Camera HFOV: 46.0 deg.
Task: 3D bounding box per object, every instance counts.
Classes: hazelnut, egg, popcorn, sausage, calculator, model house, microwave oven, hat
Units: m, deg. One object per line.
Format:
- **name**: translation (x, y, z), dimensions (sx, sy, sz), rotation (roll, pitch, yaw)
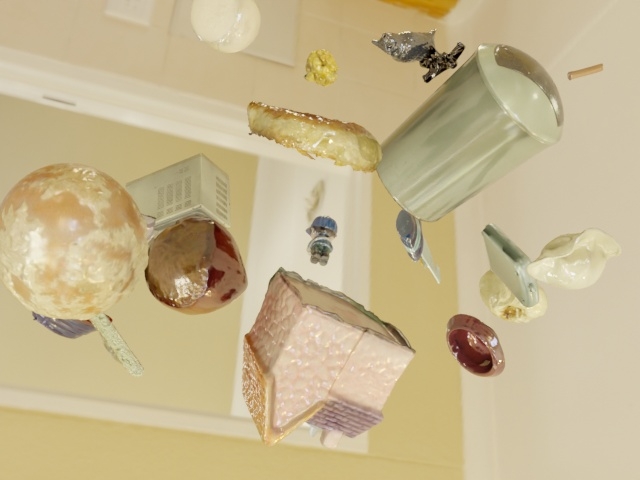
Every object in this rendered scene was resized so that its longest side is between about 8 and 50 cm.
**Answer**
- **hazelnut**: translation (-0.233, 0.060, 1.468), dimensions (0.208, 0.208, 0.208), rotation (-168, -90, -74)
- **egg**: translation (-0.315, 0.000, 0.955), dimensions (0.233, 0.194, 0.195), rotation (106, -14, -46)
- **popcorn**: translation (0.006, -0.390, 1.700), dimensions (0.084, 0.084, 0.084), rotation (-168, -90, -74)
- **sausage**: translation (0.781, -0.497, 2.215), dimensions (0.026, 0.116, 0.026), rotation (163, -90, -79)
- **calculator**: translation (0.441, 0.057, 1.754), dimensions (0.246, 0.045, 0.141), rotation (-116, -176, -62)
- **model house**: translation (-0.013, 0.209, 1.251), dimensions (0.237, 0.237, 0.202), rotation (-62, -153, 5)
- **microwave oven**: translation (-0.362, -0.082, 1.912), dimensions (0.240, 0.145, 0.194), rotation (-18, -120, 21)
- **hat**: translation (0.442, 0.288, 2.118), dimensions (0.089, 0.205, 0.205), rotation (-35, 170, -34)

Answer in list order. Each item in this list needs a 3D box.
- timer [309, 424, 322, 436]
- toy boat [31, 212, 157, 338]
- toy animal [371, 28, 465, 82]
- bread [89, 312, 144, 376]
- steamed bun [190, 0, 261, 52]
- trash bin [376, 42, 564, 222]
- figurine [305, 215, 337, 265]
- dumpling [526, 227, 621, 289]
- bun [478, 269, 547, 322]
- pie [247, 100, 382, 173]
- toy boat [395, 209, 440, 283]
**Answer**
- **timer**: translation (0.004, 0.327, 1.615), dimensions (0.255, 0.175, 0.175), rotation (146, -46, -68)
- **toy boat**: translation (-0.473, 0.076, 1.553), dimensions (0.072, 0.219, 0.318), rotation (46, -65, 35)
- **toy animal**: translation (0.228, -0.471, 1.784), dimensions (0.121, 0.210, 0.117), rotation (-10, -114, 57)
- **bread**: translation (-0.405, 0.187, 1.451), dimensions (0.193, 0.036, 0.112), rotation (55, -17, 2)
- **steamed bun**: translation (-0.240, -0.582, 1.972), dimensions (0.228, 0.130, 0.177), rotation (32, -73, 41)
- **trash bin**: translation (0.358, -0.257, 1.781), dimensions (0.432, 0.280, 0.280), rotation (-39, -143, 36)
- **figurine**: translation (0.002, -0.006, 1.855), dimensions (0.136, 0.077, 0.079), rotation (-87, -168, -57)
- **dumpling**: translation (0.473, 0.028, 1.386), dimensions (0.134, 0.169, 0.100), rotation (114, -11, -48)
- **bun**: translation (0.588, 0.185, 2.333), dimensions (0.127, 0.222, 0.222), rotation (-56, -173, -24)
- **pie**: translation (-0.018, -0.219, 1.535), dimensions (0.315, 0.315, 0.092), rotation (-132, -122, -70)
- **toy boat**: translation (0.327, 0.029, 2.347), dimensions (0.067, 0.291, 0.221), rotation (-24, -140, 22)
